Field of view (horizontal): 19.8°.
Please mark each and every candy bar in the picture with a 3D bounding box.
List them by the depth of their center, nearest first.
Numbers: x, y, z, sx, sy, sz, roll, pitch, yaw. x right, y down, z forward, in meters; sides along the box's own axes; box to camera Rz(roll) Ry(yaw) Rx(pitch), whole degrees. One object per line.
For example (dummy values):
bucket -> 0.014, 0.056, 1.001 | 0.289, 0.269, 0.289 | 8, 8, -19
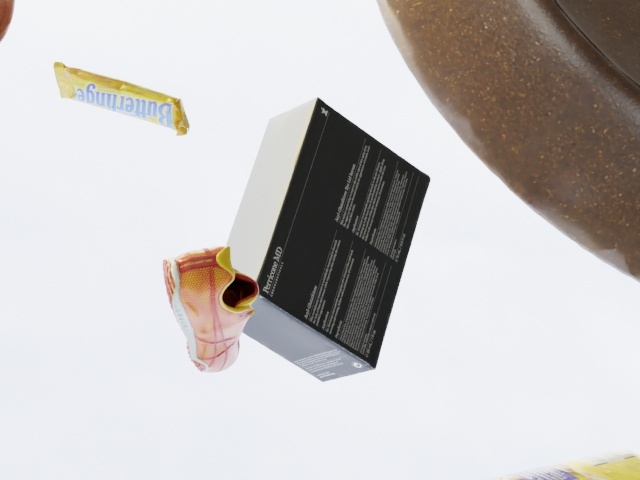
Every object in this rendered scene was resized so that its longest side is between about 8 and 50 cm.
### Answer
candy bar -> -0.179, -0.128, 1.649 | 0.161, 0.040, 0.018 | 19, -137, 34

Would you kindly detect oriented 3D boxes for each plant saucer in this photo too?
plant saucer -> 0.090, -0.052, 0.436 | 0.168, 0.029, 0.168 | 19, -137, -19

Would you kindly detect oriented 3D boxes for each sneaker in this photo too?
sneaker -> -0.078, 0.060, 1.453 | 0.067, 0.175, 0.064 | -11, -114, 1

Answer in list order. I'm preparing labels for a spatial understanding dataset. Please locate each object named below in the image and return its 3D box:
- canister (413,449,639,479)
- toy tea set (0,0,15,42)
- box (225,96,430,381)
canister -> 0.124, 0.156, 0.879 | 0.170, 0.073, 0.126 | -4, -158, -45
toy tea set -> -0.303, -0.310, 1.656 | 0.124, 0.200, 0.336 | 17, -140, 14
box -> 0.000, 0.000, 2.076 | 0.184, 0.103, 0.261 | 36, -123, -29
